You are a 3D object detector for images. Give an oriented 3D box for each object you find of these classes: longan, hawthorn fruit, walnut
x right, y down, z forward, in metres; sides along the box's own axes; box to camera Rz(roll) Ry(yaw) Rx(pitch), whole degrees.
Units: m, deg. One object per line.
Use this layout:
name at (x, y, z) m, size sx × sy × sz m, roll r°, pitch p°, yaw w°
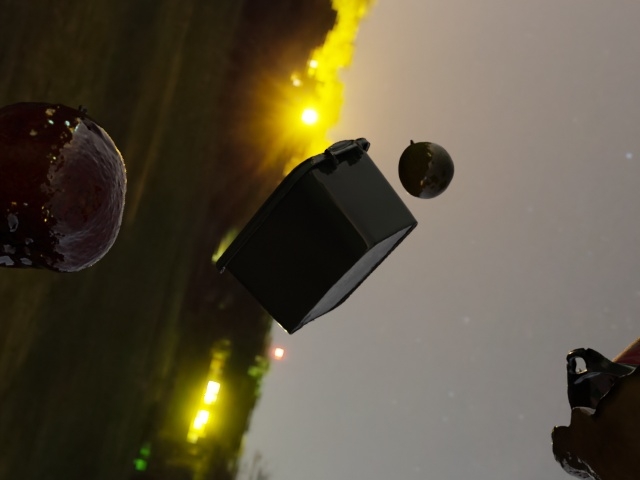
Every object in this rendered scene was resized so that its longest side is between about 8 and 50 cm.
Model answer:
longan at (0.124, -0.091, 1.471) m, size 0.083 × 0.075 × 0.075 m, roll 64°, pitch -30°, yaw 27°
hawthorn fruit at (-0.340, -0.078, 1.488) m, size 0.266 × 0.230 × 0.210 m, roll -71°, pitch 145°, yaw -53°
walnut at (0.342, 0.186, 1.138) m, size 0.141 × 0.238 × 0.204 m, roll 66°, pitch 11°, yaw 27°

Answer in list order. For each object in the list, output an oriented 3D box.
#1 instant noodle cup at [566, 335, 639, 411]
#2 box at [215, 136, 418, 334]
instant noodle cup at (0.477, 0.204, 1.581) m, size 0.181 × 0.302 × 0.258 m, roll -42°, pitch -167°, yaw -24°
box at (0.000, 0.000, 0.777) m, size 0.084 × 0.069 × 0.122 m, roll -25°, pitch 162°, yaw -50°
